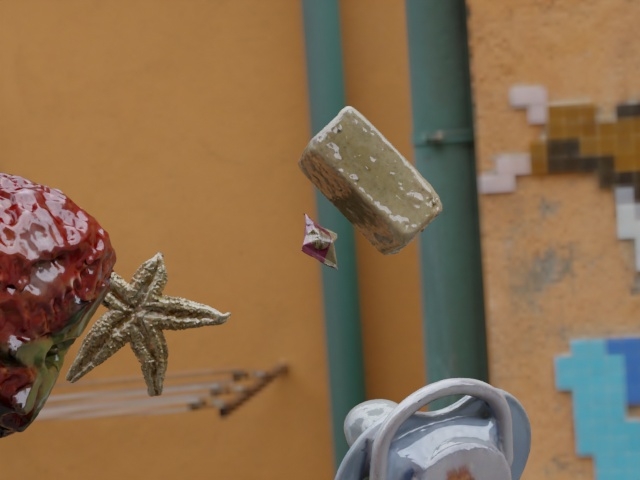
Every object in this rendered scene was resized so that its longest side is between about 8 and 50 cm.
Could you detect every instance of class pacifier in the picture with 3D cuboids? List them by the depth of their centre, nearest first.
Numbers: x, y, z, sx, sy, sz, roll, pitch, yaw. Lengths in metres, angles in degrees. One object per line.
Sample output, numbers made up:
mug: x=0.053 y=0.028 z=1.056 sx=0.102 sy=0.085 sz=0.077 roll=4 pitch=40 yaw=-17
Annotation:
pacifier: x=0.113 y=0.243 z=1.568 sx=0.279 sy=0.227 sz=0.207 roll=-10 pitch=24 yaw=-28

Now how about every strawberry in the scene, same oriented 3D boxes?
strawberry: x=-0.405 y=0.041 z=1.518 sx=0.310 sy=0.291 sz=0.292 roll=34 pitch=-3 yaw=-12

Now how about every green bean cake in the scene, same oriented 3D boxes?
green bean cake: x=0.062 y=-0.072 z=1.653 sx=0.085 sy=0.179 sz=0.109 roll=-44 pitch=-5 yaw=-17

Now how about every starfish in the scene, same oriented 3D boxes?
starfish: x=-0.293 y=0.121 z=1.946 sx=0.295 sy=0.231 sz=0.048 roll=21 pitch=7 yaw=0

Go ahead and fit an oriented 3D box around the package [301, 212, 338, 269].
package: x=0.000 y=0.000 z=1.740 sx=0.059 sy=0.029 sz=0.083 roll=31 pitch=30 yaw=-21
